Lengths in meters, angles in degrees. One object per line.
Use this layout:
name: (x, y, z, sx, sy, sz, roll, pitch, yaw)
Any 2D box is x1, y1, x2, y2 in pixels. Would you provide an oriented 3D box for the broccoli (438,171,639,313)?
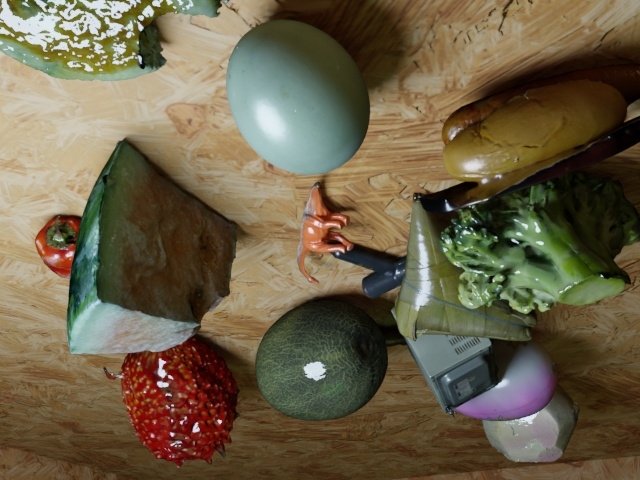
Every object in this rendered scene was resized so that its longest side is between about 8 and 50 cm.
broccoli: (0.327, 0.020, 0.915, 0.288, 0.245, 0.248, -26, 128, 10)

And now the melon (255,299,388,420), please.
melon: (-0.005, 0.243, 1.311, 0.238, 0.237, 0.302, 21, 149, -31)

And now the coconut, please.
coconut: (0.550, 0.457, 1.679, 0.231, 0.227, 0.227, -9, 149, 29)

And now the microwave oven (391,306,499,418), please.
microwave oven: (0.260, 0.220, 1.299, 0.145, 0.194, 0.240, -31, 145, -2)

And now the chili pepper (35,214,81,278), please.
chili pepper: (-0.422, 0.005, 1.071, 0.086, 0.084, 0.192, -24, 161, -25)

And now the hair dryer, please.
hair dryer: (0.094, 0.026, 1.141, 0.195, 0.050, 0.173, 28, 137, -33)

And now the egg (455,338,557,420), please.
egg: (0.398, 0.311, 1.473, 0.196, 0.196, 0.271, 28, 155, -38)

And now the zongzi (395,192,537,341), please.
zongzi: (0.245, 0.044, 1.058, 0.228, 0.115, 0.256, 3, 112, 2)

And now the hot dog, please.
hot dog: (0.268, -0.143, 0.786, 0.326, 0.107, 0.194, -22, -171, -3)

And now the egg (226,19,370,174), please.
egg: (-0.024, -0.157, 0.725, 0.149, 0.149, 0.192, -13, 145, 22)

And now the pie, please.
pie: (-0.244, -0.269, 0.622, 0.303, 0.066, 0.302, 0, 148, 0)

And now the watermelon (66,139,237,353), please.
watermelon: (-0.270, 0.037, 0.954, 0.151, 0.264, 0.302, -14, 149, 25)

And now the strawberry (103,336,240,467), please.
strawberry: (-0.351, 0.347, 1.500, 0.292, 0.292, 0.343, -15, 128, 23)

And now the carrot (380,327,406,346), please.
carrot: (0.200, 0.215, 1.459, 0.255, 0.049, 0.049, -2, 149, -4)

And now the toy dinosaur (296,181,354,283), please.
toy dinosaur: (0.003, -0.004, 1.060, 0.102, 0.055, 0.279, 18, 139, 18)
